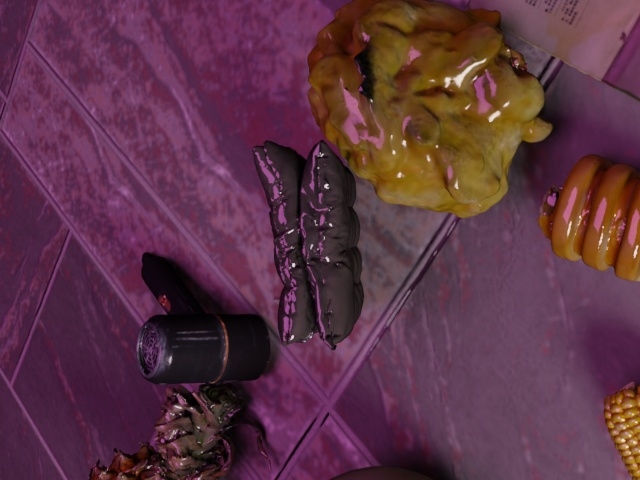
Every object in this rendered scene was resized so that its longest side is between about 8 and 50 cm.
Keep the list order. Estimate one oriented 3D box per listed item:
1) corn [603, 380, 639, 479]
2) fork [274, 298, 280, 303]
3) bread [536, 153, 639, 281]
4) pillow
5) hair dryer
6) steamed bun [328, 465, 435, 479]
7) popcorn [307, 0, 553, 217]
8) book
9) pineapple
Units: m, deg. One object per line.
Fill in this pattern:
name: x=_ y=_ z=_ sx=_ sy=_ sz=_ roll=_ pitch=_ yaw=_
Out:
corn: x=0.379 y=0.256 z=0.852 sx=0.093 sy=0.093 sz=0.244 roll=-38 pitch=70 yaw=37
fork: x=-0.029 y=0.096 z=1.252 sx=0.115 sy=0.012 sz=0.016 roll=3 pitch=93 yaw=46
bread: x=0.321 y=-0.019 z=0.884 sx=0.177 sy=0.084 sz=0.119 roll=22 pitch=110 yaw=34
pillow: x=0.000 y=0.000 z=1.038 sx=0.101 sy=0.326 sz=0.228 roll=-4 pitch=91 yaw=8
hair dryer: x=-0.244 y=0.107 z=1.351 sx=0.352 sy=0.189 sz=0.107 roll=41 pitch=119 yaw=47
steamed bun: x=0.084 y=0.448 z=1.050 sx=0.324 sy=0.206 sz=0.324 roll=-5 pitch=82 yaw=35
popcorn: x=0.120 y=-0.160 z=0.954 sx=0.286 sy=0.252 sz=0.215 roll=58 pitch=169 yaw=5
book: x=0.307 y=-0.284 z=0.902 sx=0.289 sy=0.026 sz=0.201 roll=41 pitch=119 yaw=31
pineapple: x=-0.222 y=0.348 z=1.333 sx=0.262 sy=0.262 sz=0.272 roll=39 pitch=106 yaw=32
